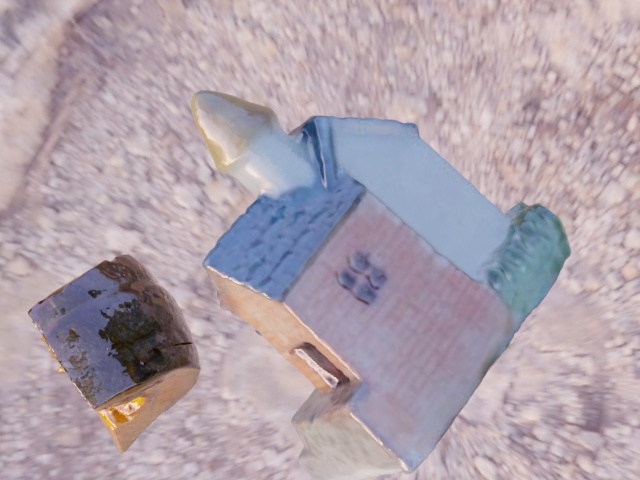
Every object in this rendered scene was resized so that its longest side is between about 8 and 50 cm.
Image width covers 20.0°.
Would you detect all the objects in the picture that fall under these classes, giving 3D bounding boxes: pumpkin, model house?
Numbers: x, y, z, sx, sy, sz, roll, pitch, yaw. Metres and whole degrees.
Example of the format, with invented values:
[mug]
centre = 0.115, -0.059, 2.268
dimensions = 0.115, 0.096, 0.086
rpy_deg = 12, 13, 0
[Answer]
[pumpkin]
centre = -0.184, 0.105, 1.718
dimensions = 0.126, 0.248, 0.131
rpy_deg = -37, 82, -11
[model house]
centre = 0.000, 0.000, 1.509
dimensions = 0.325, 0.194, 0.267
rpy_deg = 44, 65, -10
